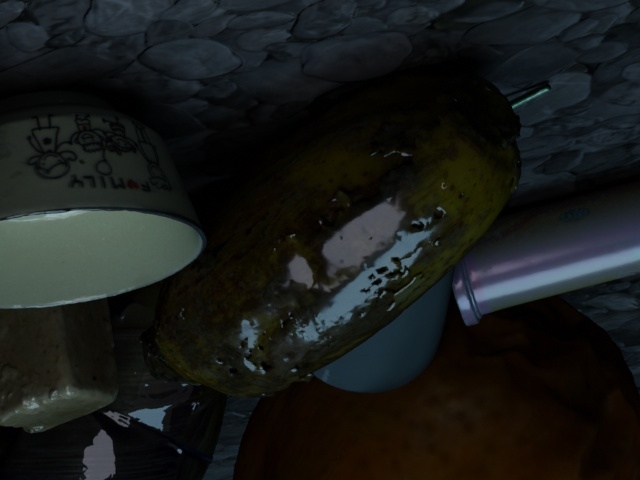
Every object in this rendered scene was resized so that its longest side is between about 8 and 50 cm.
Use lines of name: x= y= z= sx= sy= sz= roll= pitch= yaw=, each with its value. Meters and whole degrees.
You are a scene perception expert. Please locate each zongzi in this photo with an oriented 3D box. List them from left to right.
zongzi: x=-0.158 y=0.102 z=1.997 sx=0.207 sy=0.432 sz=0.403 roll=30 pitch=-168 yaw=2

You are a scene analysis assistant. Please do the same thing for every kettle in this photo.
kettle: x=0.031 y=0.018 z=1.884 sx=0.210 sy=0.160 sz=0.243 roll=18 pitch=152 yaw=3

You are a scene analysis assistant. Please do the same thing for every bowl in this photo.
bowl: x=-0.217 y=-0.037 z=1.571 sx=0.237 sy=0.126 sz=0.238 roll=-10 pitch=161 yaw=-3

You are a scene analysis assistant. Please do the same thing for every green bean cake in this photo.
green bean cake: x=-0.254 y=0.075 z=1.790 sx=0.109 sy=0.179 sz=0.085 roll=-21 pitch=159 yaw=29

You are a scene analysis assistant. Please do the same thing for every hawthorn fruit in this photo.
hawthorn fruit: x=0.140 y=0.248 z=2.149 sx=0.471 sy=0.472 sz=0.472 roll=-9 pitch=161 yaw=-3

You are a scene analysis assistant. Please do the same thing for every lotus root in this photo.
lotus root: x=0.000 y=0.000 z=1.656 sx=0.397 sy=0.179 sz=0.196 roll=-38 pitch=-178 yaw=27

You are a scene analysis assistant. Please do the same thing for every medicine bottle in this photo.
medicine bottle: x=0.337 y=-0.019 z=1.961 sx=0.426 sy=0.108 sz=0.108 roll=-15 pitch=161 yaw=8

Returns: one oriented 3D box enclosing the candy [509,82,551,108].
candy: x=0.113 y=-0.090 z=1.733 sx=0.202 sy=0.061 sz=0.061 roll=-27 pitch=157 yaw=19
